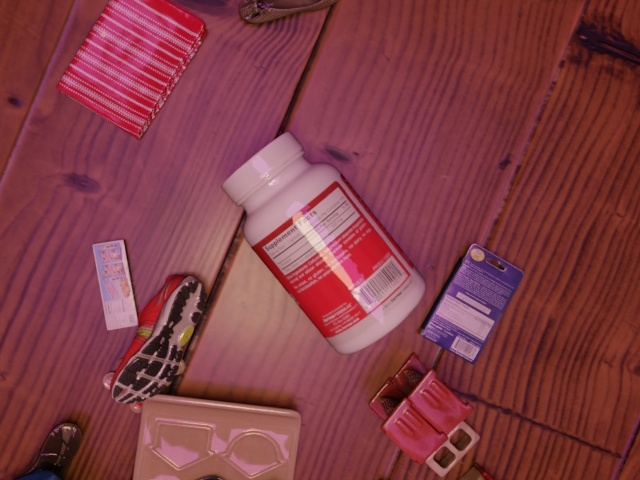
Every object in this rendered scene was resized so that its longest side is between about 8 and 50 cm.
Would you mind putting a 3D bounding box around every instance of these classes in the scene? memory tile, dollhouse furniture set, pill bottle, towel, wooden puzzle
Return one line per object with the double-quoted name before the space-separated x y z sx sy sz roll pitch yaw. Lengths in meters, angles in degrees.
"memory tile" -0.365 0.274 1.469 0.113 0.012 0.148 44 88 -5
"dollhouse furniture set" 0.283 0.418 1.438 0.374 0.201 0.152 44 88 -5
"pill bottle" 0.000 0.000 1.382 0.229 0.229 0.408 -39 95 -3
"towel" -0.378 -0.370 1.434 0.198 0.031 0.275 32 89 -5
"wooden puzzle" -0.219 0.488 1.463 0.322 0.080 0.348 8 96 -5

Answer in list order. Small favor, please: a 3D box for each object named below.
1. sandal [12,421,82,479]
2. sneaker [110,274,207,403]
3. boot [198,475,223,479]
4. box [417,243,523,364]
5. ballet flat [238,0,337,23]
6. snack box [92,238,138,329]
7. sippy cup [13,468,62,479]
"sandal" -0.555 0.452 1.433 0.090 0.060 0.219 29 94 -22
"sneaker" -0.329 0.193 1.417 0.107 0.118 0.279 43 72 -40
"boot" -0.183 0.505 1.386 0.219 0.082 0.106 -26 100 1
"box" 0.321 0.133 1.512 0.136 0.036 0.225 30 91 -6
"ballet flat" -0.048 -0.503 1.443 0.249 0.058 0.084 -19 94 -4
"snack box" -0.417 0.090 1.452 0.064 0.022 0.178 -9 93 -4
"sippy cup" -0.526 0.568 1.338 0.305 0.240 0.224 -39 110 -44
